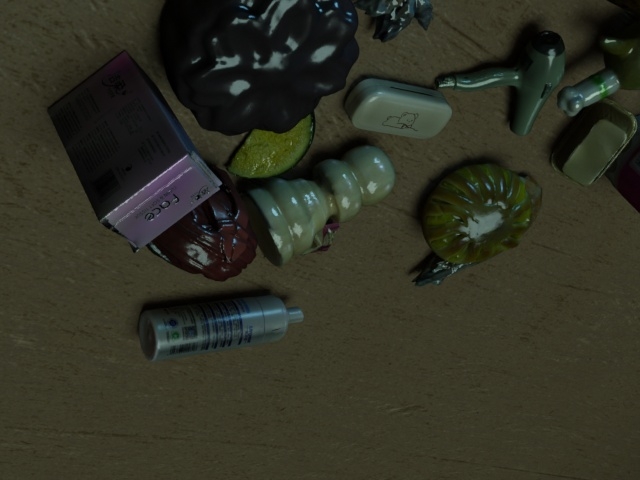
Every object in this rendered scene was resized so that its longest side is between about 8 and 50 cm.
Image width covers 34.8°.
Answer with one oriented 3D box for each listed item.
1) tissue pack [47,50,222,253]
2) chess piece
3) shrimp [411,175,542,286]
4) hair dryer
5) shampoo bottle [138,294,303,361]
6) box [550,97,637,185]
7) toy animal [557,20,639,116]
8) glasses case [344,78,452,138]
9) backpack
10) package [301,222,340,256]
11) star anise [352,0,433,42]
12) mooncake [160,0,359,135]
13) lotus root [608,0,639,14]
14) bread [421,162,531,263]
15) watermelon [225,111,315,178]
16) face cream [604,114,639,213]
[{"bbox_3d":[-0.252,-0.124,1.371,0.148,0.246,0.092,-36,141,3],"label":"tissue pack"},{"bbox_3d":[0.007,-0.073,1.701,0.260,0.143,0.143,-27,141,-14],"label":"chess piece"},{"bbox_3d":[0.304,-0.018,2.013,0.317,0.062,0.164,-36,129,0],"label":"shrimp"},{"bbox_3d":[0.324,-0.251,1.786,0.224,0.088,0.219,-21,145,5],"label":"hair dryer"},{"bbox_3d":[-0.169,0.151,1.833,0.303,0.092,0.092,-7,134,-31],"label":"shampoo bottle"},{"bbox_3d":[0.522,-0.183,1.959,0.111,0.111,0.177,10,125,-40],"label":"box"},{"bbox_3d":[0.589,-0.341,1.807,0.362,0.180,0.181,-5,130,0],"label":"toy animal"},{"bbox_3d":[0.130,-0.216,1.688,0.196,0.050,0.083,3,139,-36],"label":"glasses case"},{"bbox_3d":[-0.188,-0.029,1.536,0.139,0.229,0.229,-47,139,11],"label":"backpack"},{"bbox_3d":[0.000,0.000,1.843,0.059,0.029,0.083,-14,148,-33],"label":"package"},{"bbox_3d":[0.136,-0.381,1.520,0.180,0.061,0.204,18,118,-44],"label":"star anise"},{"bbox_3d":[-0.081,-0.268,1.429,0.283,0.141,0.283,-17,139,-16],"label":"mooncake"},{"bbox_3d":[0.506,-0.458,1.601,0.397,0.179,0.196,12,125,-40],"label":"lotus root"},{"bbox_3d":[0.295,-0.046,1.908,0.213,0.105,0.213,-5,114,-12],"label":"bread"},{"bbox_3d":[-0.059,-0.165,1.631,0.092,0.075,0.181,36,110,-2],"label":"watermelon"},{"bbox_3d":[0.681,-0.135,2.039,0.175,0.195,0.175,-18,139,-16],"label":"face cream"}]
